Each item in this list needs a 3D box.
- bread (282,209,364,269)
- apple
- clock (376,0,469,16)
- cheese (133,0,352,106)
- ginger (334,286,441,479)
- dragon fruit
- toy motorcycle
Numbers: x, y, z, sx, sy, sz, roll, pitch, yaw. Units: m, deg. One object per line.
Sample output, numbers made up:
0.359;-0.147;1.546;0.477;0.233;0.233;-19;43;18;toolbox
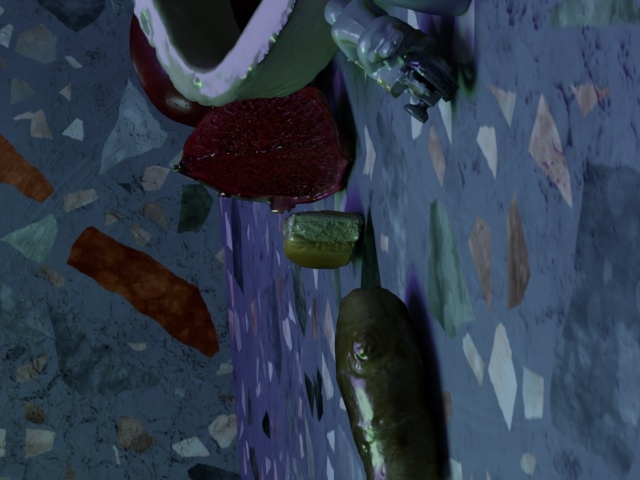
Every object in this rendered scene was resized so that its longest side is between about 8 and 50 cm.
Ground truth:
0.000;-0.001;1.953;0.125;0.106;0.082;156;111;-81;bread
-0.136;-0.308;2.111;0.317;0.288;0.288;119;147;-50;apple
0.017;-0.312;1.379;0.189;0.254;0.189;180;90;-76;clock
-0.097;-0.345;1.813;0.292;0.153;0.332;46;123;25;cheese
0.073;0.173;1.613;0.116;0.109;0.263;-44;49;54;ginger
-0.063;-0.131;2.036;0.161;0.274;0.126;54;-143;-49;dragon fruit
0.069;-0.198;1.458;0.074;0.151;0.228;-50;13;5;toy motorcycle
